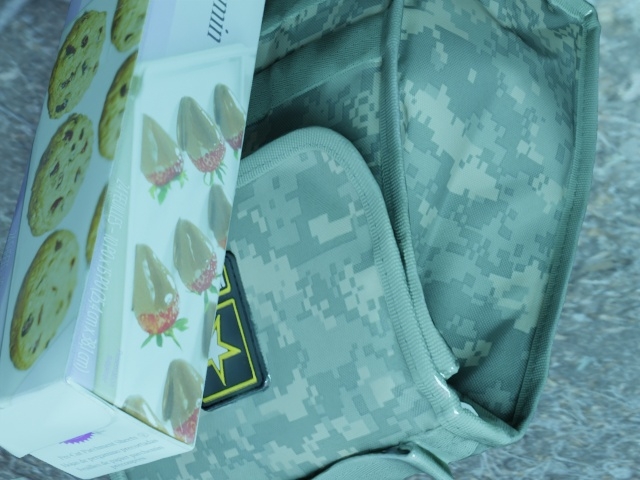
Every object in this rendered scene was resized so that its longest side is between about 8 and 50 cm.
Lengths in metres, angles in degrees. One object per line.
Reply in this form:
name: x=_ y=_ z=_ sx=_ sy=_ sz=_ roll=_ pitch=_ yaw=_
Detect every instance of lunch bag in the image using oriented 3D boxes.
lunch bag: x=0.000 y=0.000 z=0.654 sx=0.169 sy=0.287 sz=0.235 roll=32 pitch=140 yaw=-29

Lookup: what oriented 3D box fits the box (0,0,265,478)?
box: x=-0.071 y=-0.063 z=0.546 sx=0.067 sy=0.324 sz=0.063 roll=-20 pitch=139 yaw=35
